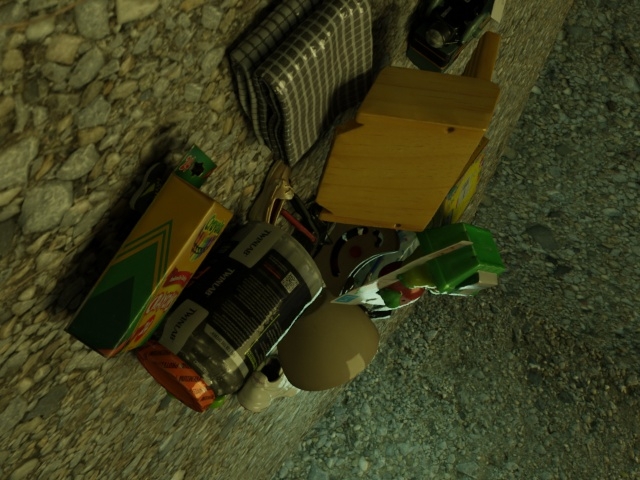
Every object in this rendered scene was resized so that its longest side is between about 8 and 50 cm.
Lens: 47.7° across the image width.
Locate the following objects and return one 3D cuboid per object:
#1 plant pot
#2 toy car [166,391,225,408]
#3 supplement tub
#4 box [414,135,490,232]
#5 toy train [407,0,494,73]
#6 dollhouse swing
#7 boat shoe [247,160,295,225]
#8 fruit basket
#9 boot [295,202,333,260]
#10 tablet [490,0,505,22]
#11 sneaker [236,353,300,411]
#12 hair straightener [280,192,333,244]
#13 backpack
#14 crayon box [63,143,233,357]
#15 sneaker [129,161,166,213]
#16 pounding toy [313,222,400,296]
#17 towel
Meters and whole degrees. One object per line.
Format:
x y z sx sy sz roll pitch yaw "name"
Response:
-0.005 0.237 1.952 0.284 0.284 0.191 -46 125 -31 "plant pot"
-0.238 0.230 1.541 0.188 0.149 0.155 -81 -170 -47 "toy car"
-0.169 0.141 1.362 0.338 0.207 0.207 -48 161 -26 "supplement tub"
0.226 -0.177 1.744 0.177 0.279 0.290 -51 161 -16 "box"
0.329 -0.526 1.671 0.334 0.142 0.190 -50 174 -27 "toy train"
0.166 -0.238 1.410 0.347 0.315 0.305 111 -16 -60 "dollhouse swing"
-0.080 -0.096 1.427 0.170 0.059 0.063 -62 162 17 "boat shoe"
0.247 0.094 1.717 0.353 0.165 0.327 -33 158 24 "fruit basket"
-0.001 -0.002 1.791 0.190 0.076 0.208 -56 161 -1 "boot"
0.394 -0.524 1.584 0.054 0.006 0.083 0 107 -55 "tablet"
-0.115 0.391 2.109 0.305 0.114 0.152 -23 144 -61 "sneaker"
-0.019 -0.053 1.592 0.089 0.047 0.230 -55 142 -7 "hair straightener"
0.232 0.081 2.339 0.290 0.273 0.356 7 103 -64 "backpack"
-0.235 0.018 1.100 0.318 0.081 0.202 -56 177 -1 "crayon box"
-0.244 -0.075 1.060 0.083 0.035 0.031 -58 164 6 "sneaker"
0.107 0.012 1.750 0.269 0.154 0.155 -59 168 4 "pounding toy"
-0.018 -0.270 1.184 0.235 0.121 0.284 -51 162 -15 "towel"
